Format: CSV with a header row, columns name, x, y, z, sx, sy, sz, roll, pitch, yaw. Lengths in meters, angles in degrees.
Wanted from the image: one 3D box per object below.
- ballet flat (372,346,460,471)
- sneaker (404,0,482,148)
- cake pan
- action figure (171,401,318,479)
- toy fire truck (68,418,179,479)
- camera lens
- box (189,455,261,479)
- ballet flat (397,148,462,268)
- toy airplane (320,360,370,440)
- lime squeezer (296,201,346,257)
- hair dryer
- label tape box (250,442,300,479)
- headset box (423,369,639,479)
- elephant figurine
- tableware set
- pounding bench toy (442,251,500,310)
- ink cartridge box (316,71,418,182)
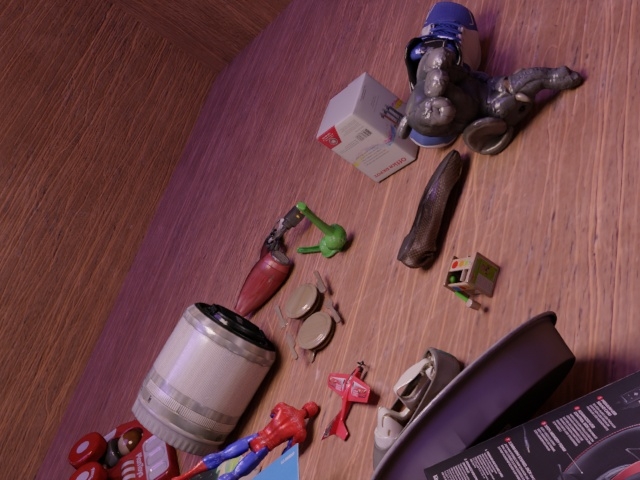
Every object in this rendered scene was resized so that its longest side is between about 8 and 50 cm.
name,x,y,z,sx,sy,sz,roll,pitch,yaw
ballet flat,0.122,0.247,1.068,0.213,0.068,0.072,-56,24,7
sneaker,0.238,-0.353,1.384,0.182,0.128,0.315,69,-148,-63
cake pan,0.178,0.203,0.812,0.054,0.293,0.293,45,106,26
action figure,-0.122,0.384,1.304,0.280,0.091,0.139,-32,-22,-17
toy fire truck,-0.468,0.549,1.779,0.254,0.169,0.302,-33,26,-2
camera lens,-0.242,0.286,1.538,0.274,0.219,0.219,-59,24,-1
box,-0.252,0.568,1.409,0.322,0.058,0.232,-33,30,41
ballet flat,0.206,-0.056,1.292,0.249,0.058,0.084,-64,2,-26
toy airplane,0.044,0.276,1.234,0.151,0.028,0.151,-45,26,30
lime squeezer,0.000,0.000,1.569,0.310,0.110,0.058,97,178,-73
hair dryer,-0.122,0.061,1.791,0.293,0.080,0.223,-60,7,-17
label tape box,-0.065,0.512,1.070,0.240,0.106,0.333,-45,27,31
headset box,0.268,0.243,0.619,0.293,0.110,0.218,-25,28,-2
elephant figurine,0.280,-0.230,1.233,0.186,0.240,0.169,-126,46,-75
tableware set,-0.019,0.160,1.484,0.128,0.039,0.194,-42,32,9
pounding bench toy,0.223,0.068,1.103,0.065,0.052,0.083,-15,49,58
ink cartridge box,0.109,-0.236,1.533,0.128,0.176,0.127,-29,35,47
